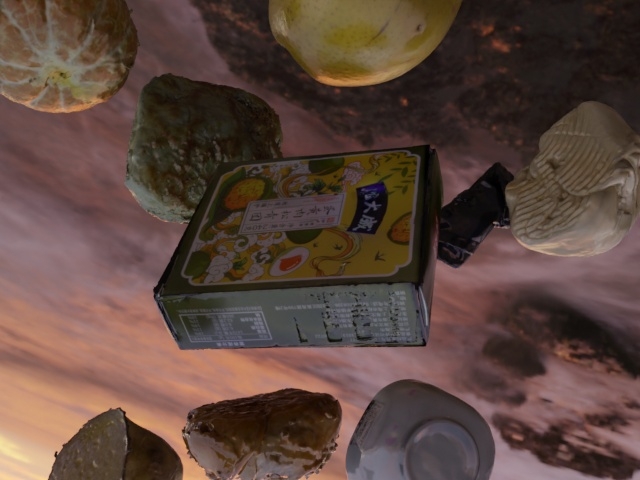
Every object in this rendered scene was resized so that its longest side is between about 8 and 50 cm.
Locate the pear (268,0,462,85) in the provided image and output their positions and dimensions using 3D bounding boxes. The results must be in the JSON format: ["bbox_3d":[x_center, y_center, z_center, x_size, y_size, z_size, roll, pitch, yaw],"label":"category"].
[{"bbox_3d":[0.094,-0.502,1.575,0.418,0.362,0.362,-34,132,18],"label":"pear"}]

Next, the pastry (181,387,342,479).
[{"bbox_3d":[-0.106,0.385,1.512,0.310,0.162,0.255,-5,-176,-16],"label":"pastry"}]

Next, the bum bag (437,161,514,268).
[{"bbox_3d":[0.346,-0.052,1.780,0.137,0.310,0.074,51,162,9],"label":"bum bag"}]

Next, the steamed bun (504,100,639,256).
[{"bbox_3d":[0.534,-0.106,1.606,0.276,0.289,0.203,-20,142,38],"label":"steamed bun"}]

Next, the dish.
[{"bbox_3d":[0.177,0.356,1.295,0.256,0.256,0.117,25,166,-10],"label":"dish"}]

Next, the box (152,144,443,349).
[{"bbox_3d":[-0.017,0.005,1.310,0.420,0.373,0.138,-3,127,14],"label":"box"}]

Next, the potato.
[{"bbox_3d":[-0.483,0.597,1.924,0.288,0.301,0.237,-18,136,23],"label":"potato"}]

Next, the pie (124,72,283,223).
[{"bbox_3d":[-0.289,-0.232,1.949,0.418,0.395,0.180,3,160,-37],"label":"pie"}]

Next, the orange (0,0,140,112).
[{"bbox_3d":[-0.539,-0.414,1.606,0.329,0.249,0.329,-7,138,-6],"label":"orange"}]
